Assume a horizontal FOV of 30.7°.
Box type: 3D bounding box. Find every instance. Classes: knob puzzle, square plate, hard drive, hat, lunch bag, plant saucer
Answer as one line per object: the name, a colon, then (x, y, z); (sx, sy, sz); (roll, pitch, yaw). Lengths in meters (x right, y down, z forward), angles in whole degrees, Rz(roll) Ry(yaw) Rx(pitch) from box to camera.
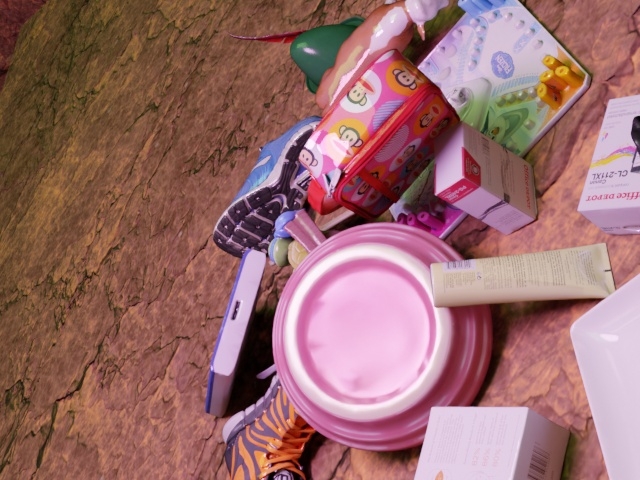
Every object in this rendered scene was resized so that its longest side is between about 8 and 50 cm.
knob puzzle: (0.000, 0.000, 2.001); (0.213, 0.030, 0.213); (-31, -3, -2)
square plate: (0.449, 0.146, 1.301); (0.347, 0.049, 0.344); (-43, 36, 34)
hard drive: (-0.147, 0.165, 1.972); (0.319, 0.040, 0.210); (109, 177, -69)
hat: (-0.038, -0.401, 2.312); (0.208, 0.183, 0.173); (-46, 35, 21)
lunch bag: (0.079, -0.139, 1.748); (0.120, 0.293, 0.258); (44, 96, 15)
plant saucer: (0.077, 0.133, 1.662); (0.332, 0.084, 0.332); (-4, 79, 20)

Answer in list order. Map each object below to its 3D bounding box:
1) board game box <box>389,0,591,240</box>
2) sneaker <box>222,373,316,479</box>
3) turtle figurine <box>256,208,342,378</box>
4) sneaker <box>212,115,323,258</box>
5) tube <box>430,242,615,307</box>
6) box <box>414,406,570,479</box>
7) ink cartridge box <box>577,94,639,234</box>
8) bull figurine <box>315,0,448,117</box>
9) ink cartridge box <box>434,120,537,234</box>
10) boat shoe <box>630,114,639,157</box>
board game box: (0.221, -0.219, 1.935); (0.390, 0.050, 0.390); (-48, 34, 18)
sneaker: (-0.036, 0.311, 1.813); (0.321, 0.124, 0.180); (-49, 36, 36)
turtle figurine: (0.052, 0.083, 1.845); (0.266, 0.198, 0.275); (6, 102, 32)
sneaker: (-0.080, -0.103, 2.212); (0.330, 0.130, 0.147); (-47, 20, 13)
tube: (0.268, 0.052, 1.555); (0.062, 0.240, 0.070); (-22, -75, -85)
box: (0.215, 0.288, 1.491); (0.170, 0.091, 0.130); (-9, 58, 50)
ink cartridge box: (0.428, -0.102, 1.534); (0.127, 0.072, 0.175); (-4, 61, 52)
bull figurine: (0.103, -0.348, 2.097); (0.310, 0.101, 0.188); (-45, 6, 17)
ink cartridge box: (0.241, -0.090, 1.709); (0.063, 0.150, 0.109); (-35, 39, 40)
boat shoe: (0.544, -0.126, 1.372); (0.340, 0.158, 0.127); (-17, 40, 10)
